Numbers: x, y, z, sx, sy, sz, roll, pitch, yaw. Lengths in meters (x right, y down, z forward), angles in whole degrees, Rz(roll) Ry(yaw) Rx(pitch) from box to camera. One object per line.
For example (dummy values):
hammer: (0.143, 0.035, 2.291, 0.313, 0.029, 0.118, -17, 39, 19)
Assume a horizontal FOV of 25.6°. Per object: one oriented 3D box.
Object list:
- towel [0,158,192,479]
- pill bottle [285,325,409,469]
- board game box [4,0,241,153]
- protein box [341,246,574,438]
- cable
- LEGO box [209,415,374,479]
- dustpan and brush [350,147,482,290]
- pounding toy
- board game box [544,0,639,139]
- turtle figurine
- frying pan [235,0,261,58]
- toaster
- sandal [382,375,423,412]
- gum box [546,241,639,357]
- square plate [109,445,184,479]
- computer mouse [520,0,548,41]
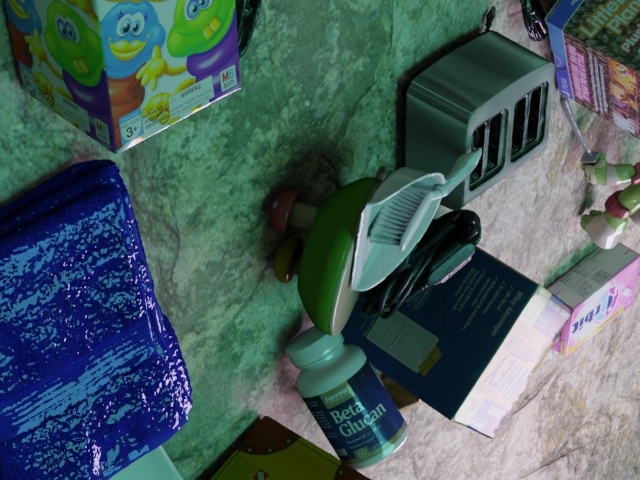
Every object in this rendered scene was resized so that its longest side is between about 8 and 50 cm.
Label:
towel: (-0.236, 0.100, 1.329, 0.227, 0.076, 0.308, -36, 130, -29)
pill bottle: (0.029, 0.186, 1.715, 0.094, 0.094, 0.169, -38, 104, -27)
board game box: (-0.167, -0.236, 1.127, 0.142, 0.144, 0.275, -33, 139, -32)
protein box: (0.170, 0.107, 1.790, 0.200, 0.201, 0.136, -57, 147, 1)
cable: (0.111, 0.023, 1.672, 0.184, 0.150, 0.047, -42, 107, 3)
LEGO box: (-0.113, 0.529, 1.749, 0.500, 0.193, 0.372, -48, 146, -22)
dustpan and brush: (0.111, -0.044, 1.545, 0.211, 0.060, 0.147, -54, 161, -37)
pounding toy: (0.000, 0.000, 1.601, 0.237, 0.110, 0.183, -38, 145, -74)
board game box: (0.446, -0.213, 1.761, 0.141, 0.291, 0.232, -53, 159, -6)
turtle figurine: (0.462, -0.130, 2.062, 0.198, 0.274, 0.266, -61, 175, -36)
frying pan: (-0.054, -0.329, 1.288, 0.197, 0.053, 0.326, 14, 103, -55)
toaster: (0.185, -0.150, 1.680, 0.168, 0.110, 0.186, -34, 140, -32)
sandal: (0.071, 0.236, 1.875, 0.240, 0.088, 0.079, -12, 120, -53)
gum box: (0.421, 0.093, 2.226, 0.188, 0.062, 0.107, -33, 140, -32)
square plate: (-0.301, 0.326, 1.493, 0.344, 0.049, 0.347, -43, 140, -19)
computer mouse: (0.232, -0.300, 1.656, 0.242, 0.041, 0.071, 32, 58, -58)
